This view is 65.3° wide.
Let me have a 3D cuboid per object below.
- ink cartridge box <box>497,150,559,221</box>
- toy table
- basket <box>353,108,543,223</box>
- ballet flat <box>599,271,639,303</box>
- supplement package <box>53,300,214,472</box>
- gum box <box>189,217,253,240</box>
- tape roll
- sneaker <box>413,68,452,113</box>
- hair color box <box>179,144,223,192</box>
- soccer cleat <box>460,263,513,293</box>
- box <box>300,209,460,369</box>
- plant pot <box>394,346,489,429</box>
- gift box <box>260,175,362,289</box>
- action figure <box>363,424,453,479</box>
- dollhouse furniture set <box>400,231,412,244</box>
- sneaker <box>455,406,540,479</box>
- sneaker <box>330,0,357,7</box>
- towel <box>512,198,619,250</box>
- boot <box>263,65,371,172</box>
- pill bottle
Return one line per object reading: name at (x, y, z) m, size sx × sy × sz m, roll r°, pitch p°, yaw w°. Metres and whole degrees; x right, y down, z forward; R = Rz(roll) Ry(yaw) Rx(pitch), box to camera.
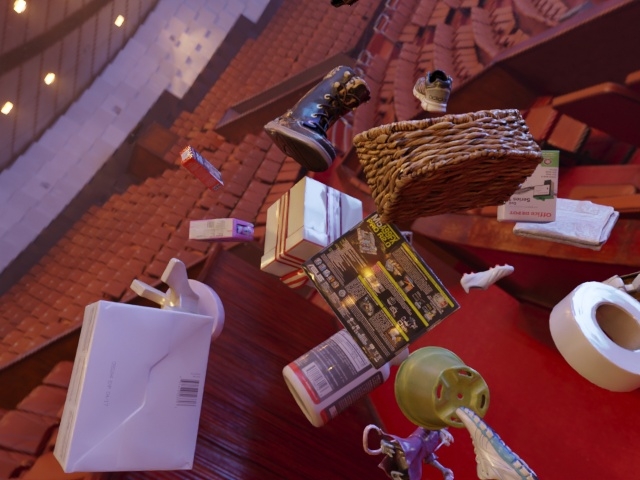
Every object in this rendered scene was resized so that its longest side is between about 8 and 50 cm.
ink cartridge box at (0.645, -0.164, 1.557) m, size 0.092 × 0.160 × 0.219 m, roll 1°, pitch -89°, yaw -83°
toy table at (-0.411, 0.187, 1.399) m, size 0.274 × 0.161 × 0.252 m, roll 9°, pitch 75°, yaw 39°
basket at (0.237, -0.189, 0.967) m, size 0.213 × 0.299 × 0.223 m, roll 102°, pitch 156°, yaw -63°
ballet flat at (0.952, 0.138, 1.502) m, size 0.342 × 0.124 × 0.116 m, roll -21°, pitch 51°, yaw 25°
supplement package at (-0.325, 0.255, 0.884) m, size 0.145 × 0.204 × 0.261 m, roll -16°, pitch 64°, yaw 55°
gum box at (-0.319, -0.030, 1.623) m, size 0.107 × 0.188 × 0.062 m, roll 15°, pitch -105°, yaw -61°
tape roll at (0.768, 0.253, 1.332) m, size 0.100 × 0.286 × 0.286 m, roll 114°, pitch 179°, yaw -46°
sneaker at (0.241, -0.326, 1.053) m, size 0.170 × 0.063 × 0.074 m, roll -86°, pitch 10°, yaw -59°
hair color box at (-0.358, -0.215, 1.508) m, size 0.043 × 0.141 × 0.072 m, roll -34°, pitch 45°, yaw 10°
soccer cleat at (0.613, 0.143, 1.826) m, size 0.068 × 0.196 × 0.076 m, roll 67°, pitch -171°, yaw -65°
box at (0.122, 0.099, 1.052) m, size 0.216 × 0.270 × 0.060 m, roll -36°, pitch -15°, yaw -3°
plant pot at (0.401, 0.483, 1.595) m, size 0.276 × 0.276 × 0.254 m, roll -59°, pitch 0°, yaw -12°
gift box at (0.000, 0.000, 1.492) m, size 0.255 × 0.276 × 0.258 m, roll -40°, pitch 40°, yaw 48°
action figure at (0.371, 0.799, 1.927) m, size 0.370 × 0.276 × 0.248 m, roll -15°, pitch -67°, yaw -47°
dollhouse furniture set at (0.253, 0.053, 1.503) m, size 0.123 × 0.151 × 0.144 m, roll 13°, pitch 102°, yaw 48°
sneaker at (0.317, 0.407, 0.951) m, size 0.083 × 0.071 × 0.190 m, roll -46°, pitch 54°, yaw 6°
sneaker at (0.093, -0.636, 1.275) m, size 0.178 × 0.072 × 0.077 m, roll 5°, pitch 62°, yaw 55°
towel at (0.793, -0.062, 1.621) m, size 0.282 × 0.049 × 0.187 m, roll 13°, pitch 48°, yaw 40°
boot at (0.014, -0.337, 1.357) m, size 0.284 × 0.138 × 0.377 m, roll -42°, pitch 27°, yaw -4°
pill bottle at (0.083, 0.394, 1.558) m, size 0.363 × 0.210 × 0.210 m, roll -29°, pitch 3°, yaw -17°
